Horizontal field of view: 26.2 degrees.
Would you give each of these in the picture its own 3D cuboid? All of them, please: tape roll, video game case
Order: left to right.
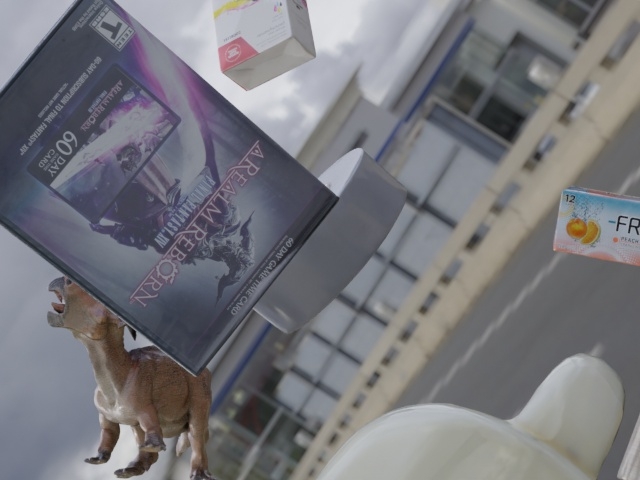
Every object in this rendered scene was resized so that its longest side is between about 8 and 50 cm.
[{"bbox_3d":[-0.145,-0.046,1.127,0.196,0.274,0.026,-51,17,-5],"label":"video game case"},{"bbox_3d":[0.000,0.000,1.564,0.219,0.072,0.219,-48,10,11],"label":"tape roll"}]

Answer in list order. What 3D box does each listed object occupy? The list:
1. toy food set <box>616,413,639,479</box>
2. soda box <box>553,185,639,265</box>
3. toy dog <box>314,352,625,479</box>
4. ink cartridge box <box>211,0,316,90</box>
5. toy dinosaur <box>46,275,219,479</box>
[{"bbox_3d":[0.328,0.103,1.056,0.306,0.092,0.220,30,-100,-64],"label":"toy food set"},{"bbox_3d":[0.319,-0.007,1.317,0.058,0.183,0.063,-20,-60,-71],"label":"soda box"},{"bbox_3d":[0.023,0.259,0.850,0.408,0.284,0.395,103,-169,-67],"label":"toy dog"},{"bbox_3d":[-0.082,-0.313,1.834,0.115,0.198,0.067,-24,-31,24],"label":"ink cartridge box"},{"bbox_3d":[-0.180,0.156,1.529,0.295,0.127,0.200,45,-134,-58],"label":"toy dinosaur"}]
